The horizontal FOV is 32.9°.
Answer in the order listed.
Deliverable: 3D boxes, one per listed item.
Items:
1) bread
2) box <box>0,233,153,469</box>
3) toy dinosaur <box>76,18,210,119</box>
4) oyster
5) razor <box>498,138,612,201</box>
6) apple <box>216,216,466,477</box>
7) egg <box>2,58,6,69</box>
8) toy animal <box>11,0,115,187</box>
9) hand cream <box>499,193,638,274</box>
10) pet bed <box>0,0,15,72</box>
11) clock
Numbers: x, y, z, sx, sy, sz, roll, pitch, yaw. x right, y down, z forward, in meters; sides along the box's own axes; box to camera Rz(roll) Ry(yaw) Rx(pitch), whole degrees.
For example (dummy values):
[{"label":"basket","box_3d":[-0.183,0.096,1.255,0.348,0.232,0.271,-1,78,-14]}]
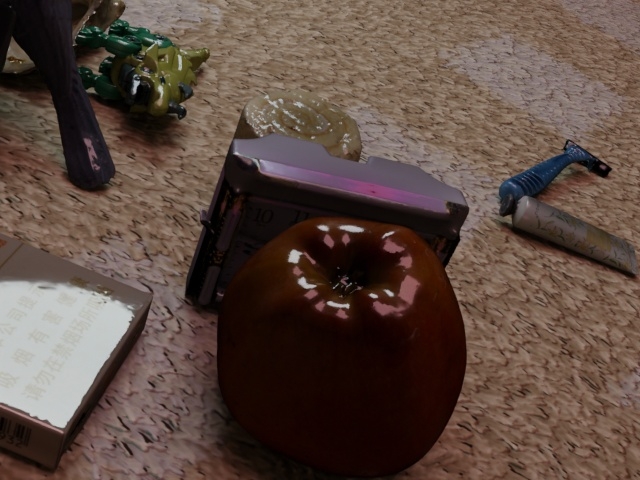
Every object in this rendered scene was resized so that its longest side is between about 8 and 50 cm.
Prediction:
[{"label":"bread","box_3d":[-0.035,-0.075,1.200,0.134,0.141,0.148,32,36,17]},{"label":"box","box_3d":[-0.350,0.048,0.939,0.365,0.051,0.204,22,34,1]},{"label":"toy dinosaur","box_3d":[-0.211,-0.221,1.360,0.153,0.094,0.259,24,26,1]},{"label":"oyster","box_3d":[-0.341,-0.274,1.365,0.161,0.107,0.233,38,54,9]},{"label":"razor","box_3d":[0.323,-0.099,1.517,0.082,0.042,0.253,40,39,23]},{"label":"apple","box_3d":[0.016,0.087,0.940,0.234,0.234,0.234,14,35,-10]},{"label":"egg","box_3d":[-0.448,-0.253,1.195,0.228,0.177,0.177,40,33,-8]},{"label":"toy animal","box_3d":[-0.312,-0.252,1.194,0.081,0.367,0.206,-18,23,-8]},{"label":"hand cream","box_3d":[0.324,-0.011,1.399,0.194,0.042,0.067,21,33,-8]},{"label":"pet bed","box_3d":[-0.426,-0.176,1.044,0.159,0.211,0.183,16,-1,38]},{"label":"clock","box_3d":[0.000,0.000,1.078,0.253,0.186,0.083,12,37,-15]}]
